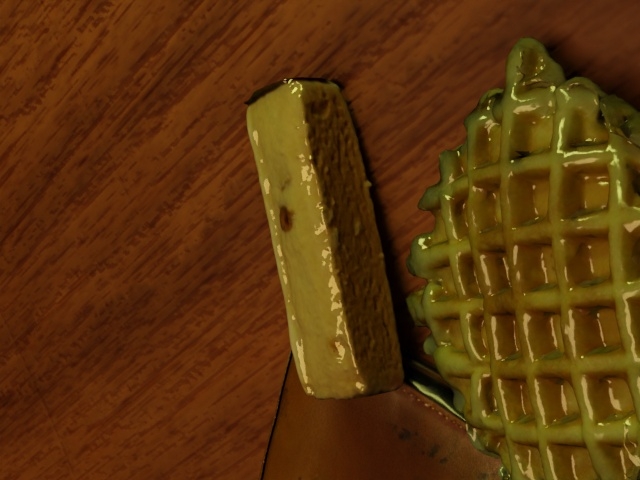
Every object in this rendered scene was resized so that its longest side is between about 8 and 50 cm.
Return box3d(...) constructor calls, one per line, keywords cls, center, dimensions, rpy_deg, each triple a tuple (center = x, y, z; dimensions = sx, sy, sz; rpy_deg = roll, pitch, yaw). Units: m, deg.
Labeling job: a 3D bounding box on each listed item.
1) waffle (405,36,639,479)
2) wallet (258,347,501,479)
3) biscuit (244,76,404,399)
box3d(cls="waffle", center=(0.116, 0.026, 0.632), dimensions=(0.208, 0.054, 0.214), rpy_deg=(54, 136, 38))
box3d(cls="wallet", center=(0.047, 0.150, 0.765), dimensions=(0.195, 0.042, 0.161), rpy_deg=(29, 113, 33))
box3d(cls="biscuit", center=(0.000, 0.000, 0.732), dimensions=(0.056, 0.052, 0.188), rpy_deg=(-18, 81, 40))
